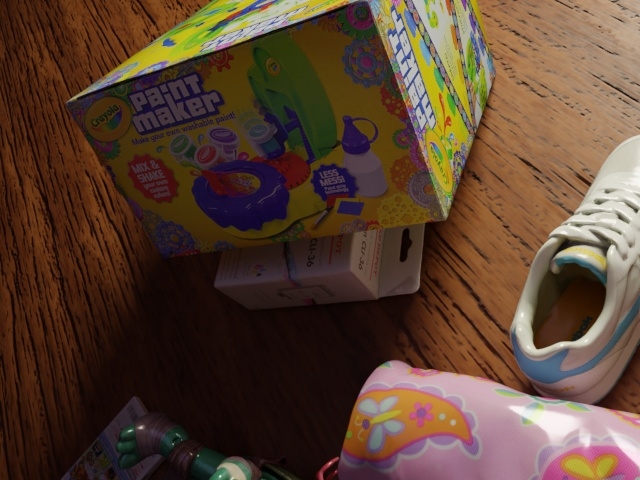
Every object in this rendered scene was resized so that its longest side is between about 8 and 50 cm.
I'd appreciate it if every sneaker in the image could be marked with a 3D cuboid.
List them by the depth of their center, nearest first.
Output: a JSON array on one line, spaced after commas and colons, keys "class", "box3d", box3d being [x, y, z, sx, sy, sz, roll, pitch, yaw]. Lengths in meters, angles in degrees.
[{"class": "sneaker", "box3d": [0.216, 0.009, 0.464, 0.087, 0.092, 0.228, 16, 71, 41]}]

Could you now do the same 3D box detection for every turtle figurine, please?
[{"class": "turtle figurine", "box3d": [-0.064, 0.227, 0.503, 0.234, 0.118, 0.175, 14, 112, 40]}]

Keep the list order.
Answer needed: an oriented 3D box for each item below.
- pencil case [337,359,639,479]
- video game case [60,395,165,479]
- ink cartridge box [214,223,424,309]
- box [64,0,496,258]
[{"class": "pencil case", "box3d": [0.153, 0.159, 0.398, 0.284, 0.124, 0.124, 4, 65, 35]}, {"class": "video game case", "box3d": [-0.218, 0.238, 0.660, 0.122, 0.011, 0.087, -49, 49, -2]}, {"class": "ink cartridge box", "box3d": [0.000, 0.000, 0.626, 0.198, 0.067, 0.115, -8, 57, 29]}, {"class": "box", "box3d": [-0.016, -0.147, 0.591, 0.290, 0.177, 0.279, -7, 33, 30]}]
